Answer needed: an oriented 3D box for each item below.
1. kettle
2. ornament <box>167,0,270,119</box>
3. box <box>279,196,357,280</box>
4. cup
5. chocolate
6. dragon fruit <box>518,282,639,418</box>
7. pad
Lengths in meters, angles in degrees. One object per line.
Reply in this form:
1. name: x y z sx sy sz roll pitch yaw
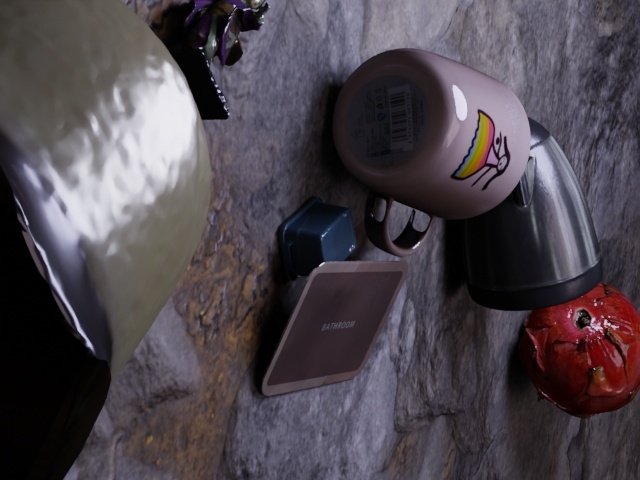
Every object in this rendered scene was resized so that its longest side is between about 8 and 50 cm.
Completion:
1. kettle: 0.308 -0.066 1.813 0.251 0.207 0.271 -35 119 -44
2. ornament: -0.092 -0.206 1.183 0.203 0.081 0.088 -57 142 -38
3. box: 0.000 0.000 1.423 0.099 0.054 0.074 -44 135 -49
4. cup: 0.118 -0.103 1.490 0.200 0.192 0.252 10 103 -58
5. chocolate: -0.209 -0.028 0.773 0.297 0.326 0.314 -41 164 -46
6. dragon fruit: 0.457 0.187 2.106 0.241 0.241 0.252 -50 156 -43
7. pad: 0.023 0.103 1.477 0.266 0.002 0.176 1 116 -61
